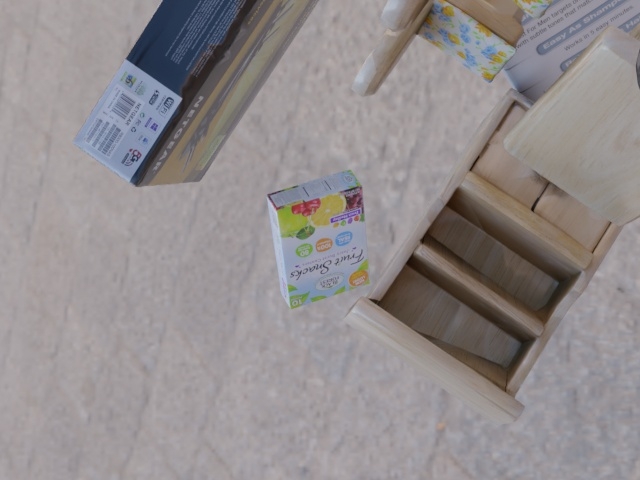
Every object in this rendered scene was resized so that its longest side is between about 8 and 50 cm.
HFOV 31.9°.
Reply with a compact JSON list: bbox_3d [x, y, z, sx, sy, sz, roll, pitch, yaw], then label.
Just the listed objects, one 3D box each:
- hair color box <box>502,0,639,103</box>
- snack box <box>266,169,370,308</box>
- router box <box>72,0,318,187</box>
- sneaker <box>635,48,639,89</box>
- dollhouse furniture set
[{"bbox_3d":[0.255,-0.211,1.074,0.185,0.374,0.114,-32,51,12],"label":"hair color box"},{"bbox_3d":[0.000,0.000,1.235,0.037,0.100,0.141,-121,20,-49],"label":"snack box"},{"bbox_3d":[-0.101,-0.202,1.135,0.309,0.081,0.243,-56,-4,9],"label":"router box"},{"bbox_3d":[0.240,-0.089,0.383,0.116,0.136,0.314,56,157,-1],"label":"sneaker"},{"bbox_3d":[0.179,-0.023,0.852,0.256,0.362,0.394,-56,-1,-14],"label":"dollhouse furniture set"}]
